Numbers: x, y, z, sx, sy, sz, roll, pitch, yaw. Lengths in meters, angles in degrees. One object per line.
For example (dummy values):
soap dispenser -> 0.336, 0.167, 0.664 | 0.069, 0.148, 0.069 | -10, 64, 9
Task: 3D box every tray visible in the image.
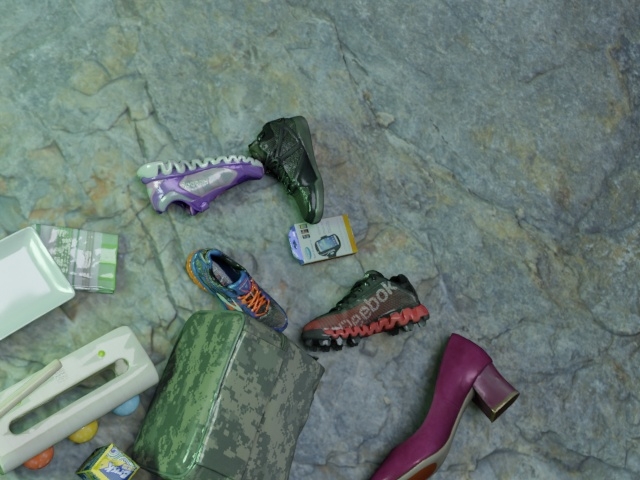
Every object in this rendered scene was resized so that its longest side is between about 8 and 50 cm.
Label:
tray -> -0.552, 0.100, 1.408 | 0.270, 0.030, 0.145 | -33, 88, -26

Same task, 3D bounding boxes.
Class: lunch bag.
lunch bag -> -0.134, 0.297, 1.462 | 0.256, 0.213, 0.305 | 32, 67, -31

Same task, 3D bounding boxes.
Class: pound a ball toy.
pound a ball toy -> -0.408, 0.263, 1.349 | 0.319, 0.208, 0.135 | -30, 88, -29

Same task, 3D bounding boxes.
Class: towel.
towel -> -0.430, 0.032, 1.510 | 0.152, 0.023, 0.113 | 7, 73, -22

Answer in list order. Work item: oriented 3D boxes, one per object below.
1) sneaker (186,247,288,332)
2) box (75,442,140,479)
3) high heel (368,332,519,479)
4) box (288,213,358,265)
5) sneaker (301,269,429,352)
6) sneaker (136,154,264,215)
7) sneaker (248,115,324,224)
sneaker -> -0.148, 0.095, 1.581 | 0.221, 0.087, 0.083 | 39, 64, -9
box -> -0.339, 0.363, 1.372 | 0.059, 0.169, 0.054 | 44, 64, -6
high heel -> 0.194, 0.341, 1.677 | 0.377, 0.127, 0.181 | -31, 61, -24
box -> 0.000, 0.000, 1.709 | 0.136, 0.028, 0.081 | -11, 80, -24
sneaker -> 0.076, 0.131, 1.665 | 0.276, 0.098, 0.135 | -12, 81, -28
sneaker -> -0.217, -0.100, 1.611 | 0.236, 0.095, 0.104 | -8, 85, -21
sneaker -> -0.070, -0.132, 1.685 | 0.130, 0.087, 0.227 | -9, 76, -24
